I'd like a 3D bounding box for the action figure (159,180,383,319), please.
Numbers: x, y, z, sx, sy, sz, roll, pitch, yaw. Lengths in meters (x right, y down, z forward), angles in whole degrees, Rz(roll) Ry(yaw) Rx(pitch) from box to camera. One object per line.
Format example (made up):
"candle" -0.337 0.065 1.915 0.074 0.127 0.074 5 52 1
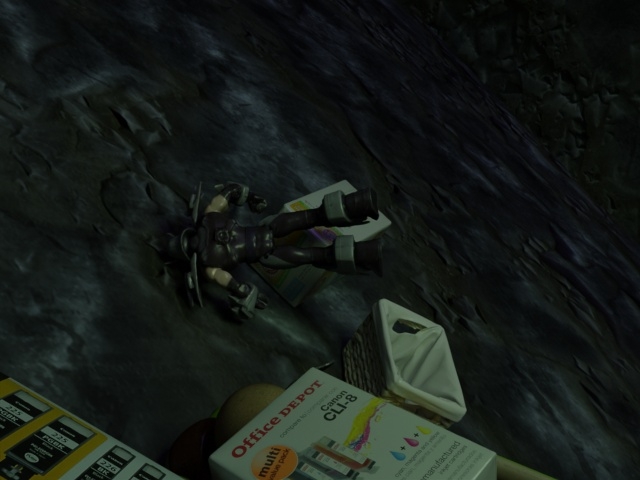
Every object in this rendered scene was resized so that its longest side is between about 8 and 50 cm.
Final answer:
"action figure" -0.065 0.005 1.076 0.099 0.285 0.185 69 17 -78

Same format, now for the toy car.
"toy car" -0.047 0.192 0.789 0.149 0.188 0.155 37 27 1

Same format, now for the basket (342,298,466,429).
"basket" 0.101 0.176 1.092 0.113 0.103 0.167 27 29 -20

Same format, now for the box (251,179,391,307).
"box" 0.000 0.000 1.240 0.103 0.114 0.203 44 27 10

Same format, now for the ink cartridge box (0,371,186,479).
"ink cartridge box" -0.209 0.185 0.552 0.310 0.130 0.272 29 8 3

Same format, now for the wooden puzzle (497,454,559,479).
"wooden puzzle" 0.159 0.244 0.951 0.221 0.044 0.239 26 -15 -21

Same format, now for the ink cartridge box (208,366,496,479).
"ink cartridge box" 0.025 0.205 0.639 0.176 0.127 0.128 19 40 36
